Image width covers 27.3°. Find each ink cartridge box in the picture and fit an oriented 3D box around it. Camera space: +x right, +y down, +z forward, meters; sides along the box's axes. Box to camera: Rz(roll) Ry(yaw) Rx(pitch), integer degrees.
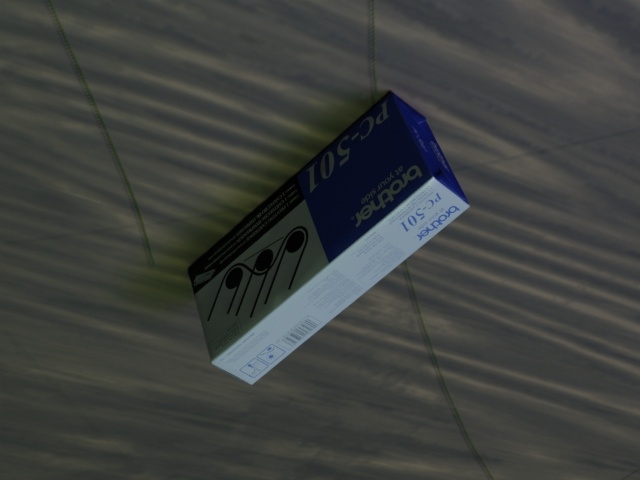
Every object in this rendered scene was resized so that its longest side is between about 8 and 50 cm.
[{"bbox_3d":[0.000,0.000,0.922,0.207,0.097,0.046,-40,132,19],"label":"ink cartridge box"}]
